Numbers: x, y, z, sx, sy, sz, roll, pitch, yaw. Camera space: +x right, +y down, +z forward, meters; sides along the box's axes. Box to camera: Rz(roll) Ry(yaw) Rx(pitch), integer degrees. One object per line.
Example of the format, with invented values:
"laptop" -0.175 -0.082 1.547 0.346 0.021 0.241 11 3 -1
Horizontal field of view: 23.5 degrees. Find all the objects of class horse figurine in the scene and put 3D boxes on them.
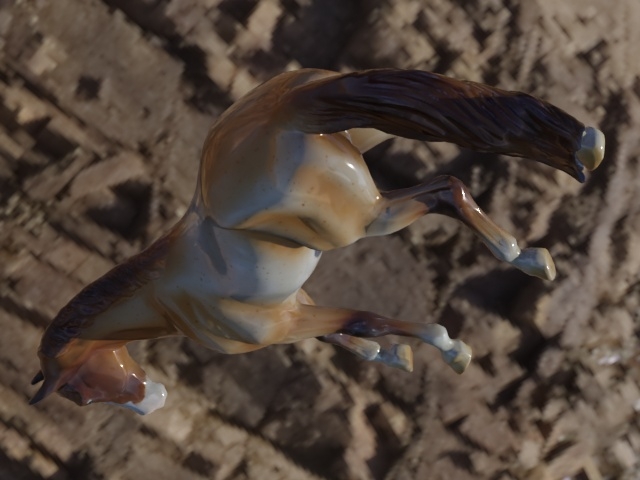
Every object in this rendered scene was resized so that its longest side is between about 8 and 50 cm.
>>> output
"horse figurine" 0.000 0.000 0.612 0.174 0.263 0.066 14 55 -18
